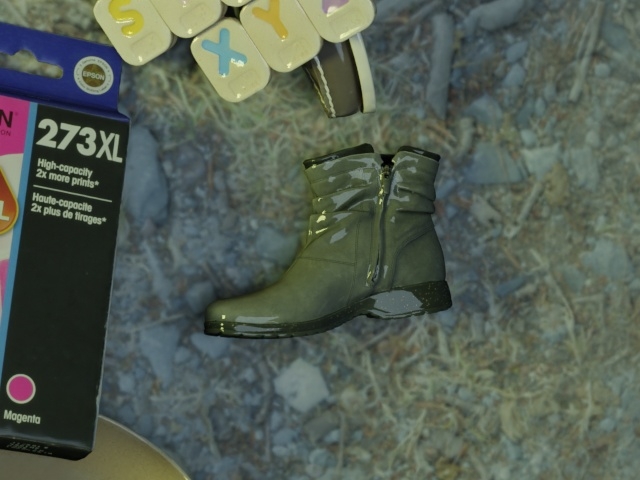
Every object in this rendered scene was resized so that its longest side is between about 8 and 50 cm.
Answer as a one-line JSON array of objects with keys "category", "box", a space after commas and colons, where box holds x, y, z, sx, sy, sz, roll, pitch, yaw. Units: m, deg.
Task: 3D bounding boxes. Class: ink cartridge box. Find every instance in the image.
[{"category": "ink cartridge box", "box": [-0.256, -0.014, 1.531, 0.176, 0.069, 0.371, 11, 70, -20]}]

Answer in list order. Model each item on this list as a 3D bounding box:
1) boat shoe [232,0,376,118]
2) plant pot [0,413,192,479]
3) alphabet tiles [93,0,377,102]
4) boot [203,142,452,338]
[{"category": "boat shoe", "box": [-0.047, -0.247, 1.609, 0.097, 0.116, 0.324, -24, 98, -8]}, {"category": "plant pot", "box": [-0.240, 0.301, 1.552, 0.284, 0.284, 0.191, 24, 124, -18]}, {"category": "alphabet tiles", "box": [-0.090, -0.261, 1.544, 0.284, 0.021, 0.278, -27, 101, 29]}, {"category": "boot", "box": [0.000, 0.000, 1.676, 0.246, 0.083, 0.161, -10, 92, -21]}]
